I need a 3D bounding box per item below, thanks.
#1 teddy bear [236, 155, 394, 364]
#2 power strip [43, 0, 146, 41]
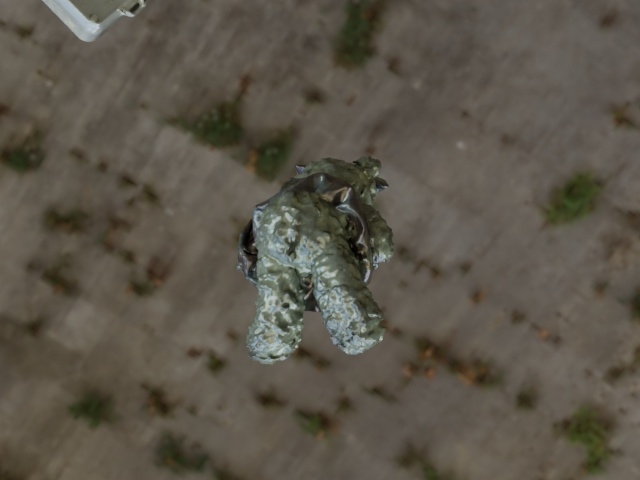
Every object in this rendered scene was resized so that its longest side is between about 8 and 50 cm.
[{"bbox_3d":[-0.008,-0.009,1.174,0.213,0.133,0.111,-80,-30,-45],"label":"teddy bear"},{"bbox_3d":[-0.204,-0.235,1.137,0.192,0.081,0.035,45,155,-2],"label":"power strip"}]
